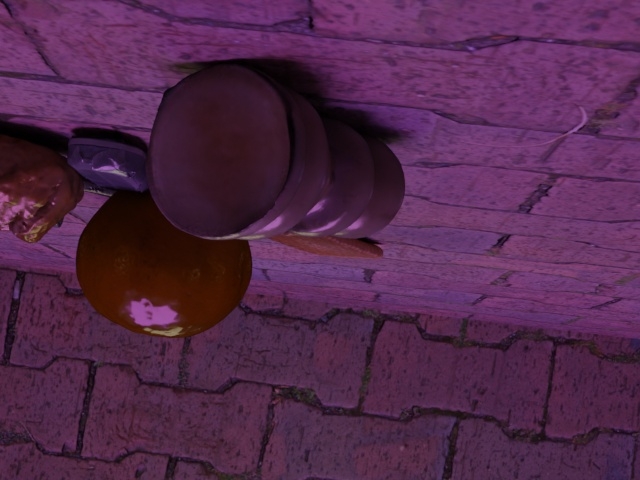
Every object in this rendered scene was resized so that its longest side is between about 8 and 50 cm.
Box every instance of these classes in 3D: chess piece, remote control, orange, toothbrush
[{"bbox_3d":[-0.020,-0.076,1.251,0.182,0.182,0.330,2,177,31],"label":"chess piece"},{"bbox_3d":[-0.292,-0.106,1.611,0.104,0.052,0.247,8,175,0],"label":"remote control"},{"bbox_3d":[-0.242,0.023,1.789,0.279,0.235,0.279,10,-162,-3],"label":"orange"},{"bbox_3d":[-0.306,-0.069,1.961,0.297,0.031,0.030,16,142,-40],"label":"toothbrush"}]

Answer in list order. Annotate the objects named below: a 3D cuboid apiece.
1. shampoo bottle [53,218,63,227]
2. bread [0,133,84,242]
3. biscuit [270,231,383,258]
[{"bbox_3d":[-0.585,-0.062,2.155,0.195,0.056,0.056,8,172,1],"label":"shampoo bottle"},{"bbox_3d":[-0.459,-0.077,1.614,0.244,0.134,0.244,14,177,1],"label":"bread"},{"bbox_3d":[0.000,-0.001,2.152,0.160,0.030,0.249,3,171,32],"label":"biscuit"}]
